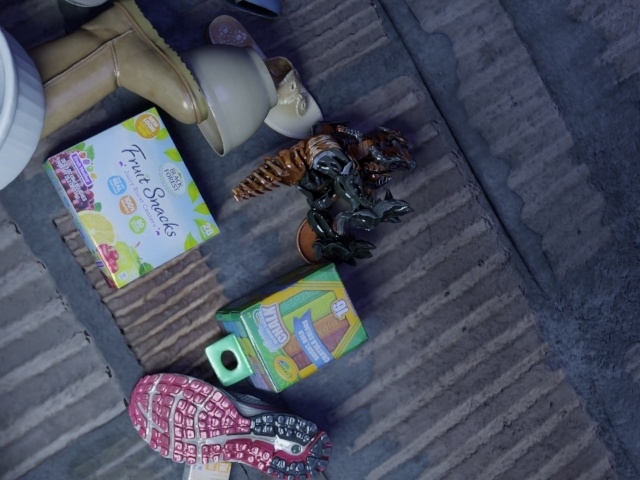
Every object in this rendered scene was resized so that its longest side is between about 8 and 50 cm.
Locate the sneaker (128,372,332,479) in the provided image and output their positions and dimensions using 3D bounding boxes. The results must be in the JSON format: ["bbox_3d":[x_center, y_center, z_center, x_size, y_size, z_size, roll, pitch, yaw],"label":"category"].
[{"bbox_3d":[-0.135,0.277,1.595,0.299,0.112,0.120,21,87,-6],"label":"sneaker"}]

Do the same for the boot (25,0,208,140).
[{"bbox_3d":[-0.323,-0.191,1.513,0.270,0.089,0.236,-34,70,-14],"label":"boot"}]

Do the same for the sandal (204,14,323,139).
[{"bbox_3d":[-0.076,-0.247,1.659,0.240,0.079,0.088,46,72,-14],"label":"sandal"}]

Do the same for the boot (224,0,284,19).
[{"bbox_3d":[-0.138,-0.409,1.642,0.219,0.082,0.106,11,80,-24],"label":"boot"}]

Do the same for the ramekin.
[{"bbox_3d":[-0.491,-0.175,1.398,0.277,0.135,0.277,-1,83,11],"label":"ramekin"}]

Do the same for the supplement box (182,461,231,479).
[{"bbox_3d":[-0.173,0.369,1.608,0.062,0.036,0.098,12,83,-21],"label":"supplement box"}]

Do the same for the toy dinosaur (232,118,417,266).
[{"bbox_3d":[0.016,-0.085,1.658,0.322,0.164,0.218,-20,69,-15],"label":"toy dinosaur"}]

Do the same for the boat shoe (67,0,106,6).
[{"bbox_3d":[-0.434,-0.451,1.498,0.355,0.130,0.132,46,75,-20],"label":"boat shoe"}]

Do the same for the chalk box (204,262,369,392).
[{"bbox_3d":[-0.064,0.138,1.615,0.213,0.132,0.132,-29,98,-21],"label":"chalk box"}]

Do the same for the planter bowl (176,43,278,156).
[{"bbox_3d":[-0.130,-0.218,1.582,0.109,0.162,0.162,-28,98,-12],"label":"planter bowl"}]

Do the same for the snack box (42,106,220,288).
[{"bbox_3d":[-0.271,-0.061,1.574,0.175,0.070,0.207,-29,99,-21],"label":"snack box"}]

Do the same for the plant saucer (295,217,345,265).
[{"bbox_3d":[0.000,0.000,1.713,0.084,0.013,0.083,1,87,-23],"label":"plant saucer"}]
